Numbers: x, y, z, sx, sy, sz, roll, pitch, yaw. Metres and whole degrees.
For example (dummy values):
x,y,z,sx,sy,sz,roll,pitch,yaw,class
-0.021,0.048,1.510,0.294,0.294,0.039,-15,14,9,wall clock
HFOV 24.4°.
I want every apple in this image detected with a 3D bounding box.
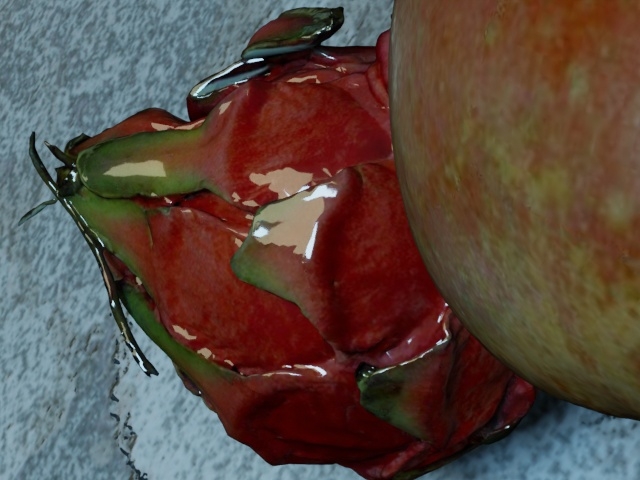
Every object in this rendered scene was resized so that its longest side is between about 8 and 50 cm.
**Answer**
x,y,z,sx,sy,sz,roll,pitch,yaw,class
0.194,-0.061,0.483,0.348,0.348,0.277,18,93,48,apple

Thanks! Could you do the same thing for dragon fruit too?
x,y,z,sx,sy,sz,roll,pitch,yaw,class
0.000,0.000,0.704,0.293,0.234,0.234,10,70,13,dragon fruit
